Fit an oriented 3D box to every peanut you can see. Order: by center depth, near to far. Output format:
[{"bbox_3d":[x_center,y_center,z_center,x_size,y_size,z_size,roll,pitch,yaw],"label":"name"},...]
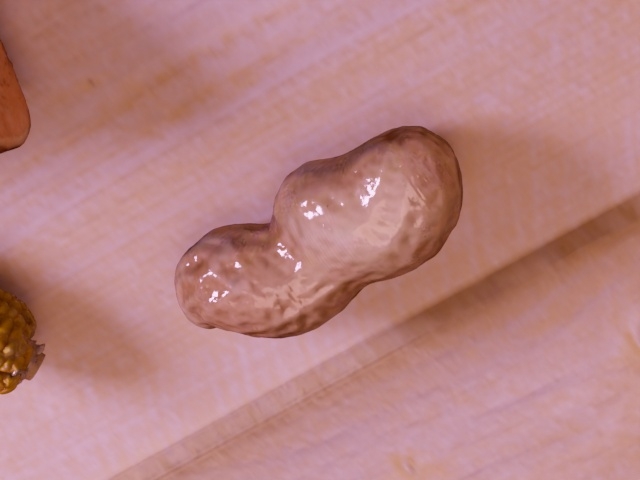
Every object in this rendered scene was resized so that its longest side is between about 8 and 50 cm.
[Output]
[{"bbox_3d":[0.000,0.001,1.341,0.228,0.085,0.104,-34,110,18],"label":"peanut"}]

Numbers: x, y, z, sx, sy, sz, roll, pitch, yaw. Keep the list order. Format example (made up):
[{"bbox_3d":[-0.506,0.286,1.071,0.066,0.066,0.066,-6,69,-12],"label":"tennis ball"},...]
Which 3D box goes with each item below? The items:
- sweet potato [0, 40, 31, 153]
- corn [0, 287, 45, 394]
[{"bbox_3d":[-0.362,-0.083,1.235,0.337,0.131,0.131,-11,123,1],"label":"sweet potato"},{"bbox_3d":[-0.294,0.036,1.343,0.238,0.080,0.080,29,116,-23],"label":"corn"}]
